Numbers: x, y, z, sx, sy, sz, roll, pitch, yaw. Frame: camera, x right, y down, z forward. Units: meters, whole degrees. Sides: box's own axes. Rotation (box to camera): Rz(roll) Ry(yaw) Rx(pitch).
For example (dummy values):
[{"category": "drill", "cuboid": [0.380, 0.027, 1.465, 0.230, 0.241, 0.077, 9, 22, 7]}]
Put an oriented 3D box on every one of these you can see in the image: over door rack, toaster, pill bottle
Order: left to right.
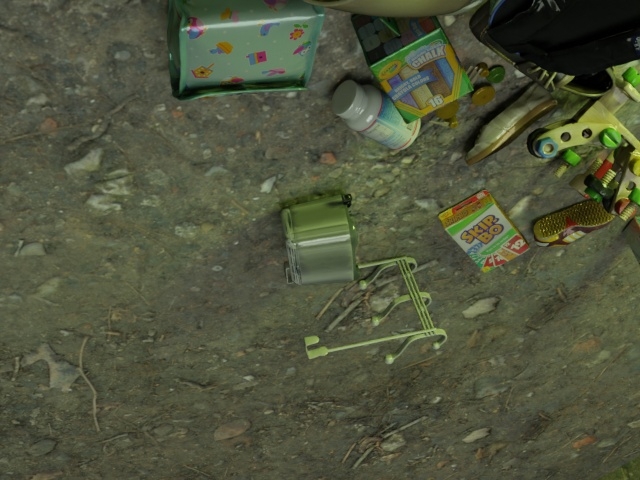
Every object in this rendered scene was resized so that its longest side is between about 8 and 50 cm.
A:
[{"category": "toaster", "cuboid": [0.000, 0.000, 1.830, 0.146, 0.129, 0.227, -10, 144, -3]}, {"category": "over door rack", "cuboid": [0.088, 0.154, 1.967, 0.324, 0.240, 0.108, -2, 135, -17]}, {"category": "pill bottle", "cuboid": [0.099, -0.228, 1.609, 0.160, 0.087, 0.087, 22, 129, -38]}]

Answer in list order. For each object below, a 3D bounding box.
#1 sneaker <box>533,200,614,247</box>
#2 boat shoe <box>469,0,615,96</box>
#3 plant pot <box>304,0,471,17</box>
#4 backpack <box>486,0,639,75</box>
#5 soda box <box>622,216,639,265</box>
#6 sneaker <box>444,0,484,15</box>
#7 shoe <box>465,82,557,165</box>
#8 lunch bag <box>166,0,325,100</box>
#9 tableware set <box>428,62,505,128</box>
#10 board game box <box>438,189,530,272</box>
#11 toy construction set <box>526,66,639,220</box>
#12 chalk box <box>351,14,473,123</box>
[{"category": "sneaker", "cuboid": [0.582, -0.033, 2.050, 0.185, 0.070, 0.084, -14, 152, 8]}, {"category": "boat shoe", "cuboid": [0.399, -0.329, 1.512, 0.355, 0.130, 0.132, 4, 140, -40]}, {"category": "plant pot", "cuboid": [0.118, -0.424, 1.270, 0.256, 0.257, 0.274, -41, 151, 30]}, {"category": "backpack", "cuboid": [0.372, -0.375, 1.284, 0.276, 0.213, 0.263, 27, 139, -32]}, {"category": "soda box", "cuboid": [0.784, 0.030, 2.095, 0.058, 0.183, 0.063, 0, 141, -19]}, {"category": "sneaker", "cuboid": [0.251, -0.457, 1.394, 0.222, 0.083, 0.118, -35, 129, 19]}, {"category": "shoe", "cuboid": [0.362, -0.225, 1.740, 0.219, 0.058, 0.076, -39, 169, 33]}, {"category": "lunch bag", "cuboid": [-0.125, -0.305, 1.381, 0.223, 0.160, 0.262, -8, 155, -14]}, {"category": "tableware set", "cuboid": [0.276, -0.272, 1.671, 0.104, 0.024, 0.154, 6, 137, -30]}, {"category": "board game box", "cuboid": [0.373, -0.017, 2.018, 0.124, 0.039, 0.259, -30, 138, 17]}, {"category": "toy construction set", "cuboid": [0.568, -0.198, 1.732, 0.237, 0.257, 0.309, -53, 165, 10]}, {"category": "chalk box", "cuboid": [0.143, -0.323, 1.469, 0.132, 0.132, 0.213, -26, 143, 14]}]
